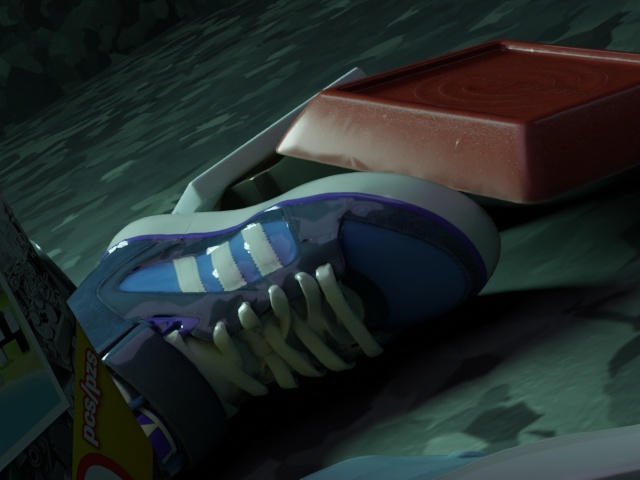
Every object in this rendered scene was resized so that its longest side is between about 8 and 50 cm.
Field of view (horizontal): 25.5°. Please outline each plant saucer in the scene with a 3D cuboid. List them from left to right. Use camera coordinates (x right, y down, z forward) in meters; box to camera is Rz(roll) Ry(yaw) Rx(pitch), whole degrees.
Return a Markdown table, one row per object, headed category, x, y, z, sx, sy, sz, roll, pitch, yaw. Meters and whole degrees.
| category | x | y | z | sx | sy | sz | roll | pitch | yaw |
| --- | --- | --- | --- | --- | --- | --- | --- | --- | --- |
| plant saucer | 0.140 | -0.100 | 1.034 | 0.259 | 0.048 | 0.258 | -20 | 23 | -38 |

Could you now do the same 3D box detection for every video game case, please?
| category | x | y | z | sx | sy | sz | roll | pitch | yaw |
| --- | --- | --- | --- | --- | --- | --- | --- | --- | --- |
| video game case | -0.066 | -0.062 | 1.397 | 0.227 | 0.026 | 0.206 | -38 | -6 | -30 |

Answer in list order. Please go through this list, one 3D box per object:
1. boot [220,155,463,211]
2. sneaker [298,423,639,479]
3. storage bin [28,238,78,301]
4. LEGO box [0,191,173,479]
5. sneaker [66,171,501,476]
| category | x | y | z | sx | sy | sz | roll | pitch | yaw |
| --- | --- | --- | --- | --- | --- | --- | --- | --- | --- |
| boot | 0.034 | -0.053 | 1.203 | 0.115 | 0.112 | 0.305 | -30 | 11 | -31 |
| sneaker | 0.061 | 0.121 | 0.548 | 0.366 | 0.135 | 0.150 | -20 | 21 | 26 |
| storage bin | -0.233 | 0.080 | 1.203 | 0.091 | 0.135 | 0.098 | -44 | 19 | -11 |
| LEGO box | -0.262 | 0.159 | 0.536 | 0.193 | 0.372 | 0.500 | -22 | 17 | 21 |
| sneaker | -0.053 | 0.084 | 0.933 | 0.322 | 0.130 | 0.236 | -6 | 42 | 29 |
